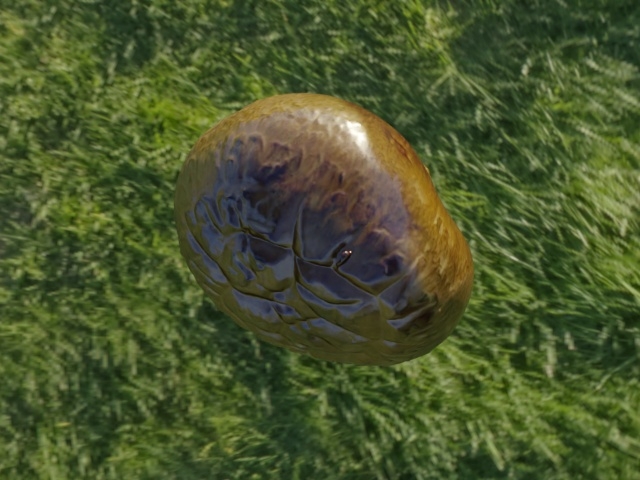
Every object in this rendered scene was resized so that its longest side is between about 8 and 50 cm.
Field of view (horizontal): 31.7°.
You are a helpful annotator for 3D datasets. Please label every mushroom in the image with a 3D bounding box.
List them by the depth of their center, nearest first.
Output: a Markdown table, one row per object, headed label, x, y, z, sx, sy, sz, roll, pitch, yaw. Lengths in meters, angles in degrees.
| label | x | y | z | sx | sy | sz | roll | pitch | yaw |
| --- | --- | --- | --- | --- | --- | --- | --- | --- | --- |
| mushroom | 0.000 | 0.000 | 0.876 | 0.253 | 0.253 | 0.153 | 19 | 54 | 18 |
